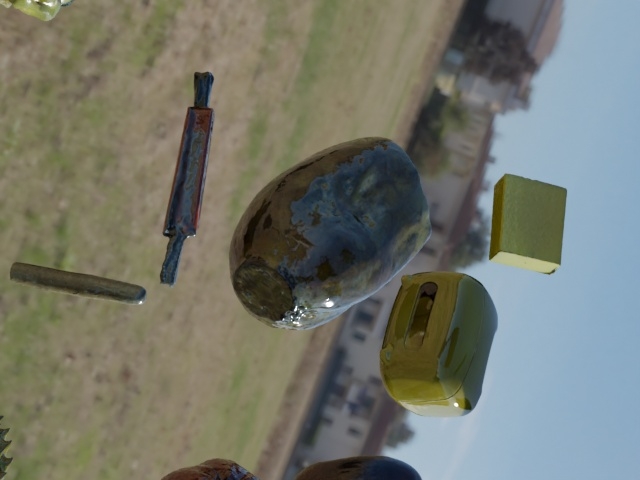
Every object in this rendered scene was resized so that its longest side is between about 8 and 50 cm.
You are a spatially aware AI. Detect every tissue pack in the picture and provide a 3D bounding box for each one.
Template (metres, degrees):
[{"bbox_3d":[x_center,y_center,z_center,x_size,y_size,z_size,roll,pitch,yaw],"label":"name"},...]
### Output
[{"bbox_3d":[0.147,0.125,1.638,0.127,0.123,0.178,49,49,-43],"label":"tissue pack"}]

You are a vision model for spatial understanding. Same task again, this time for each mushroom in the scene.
[{"bbox_3d":[0.058,0.436,2.125,0.194,0.231,0.138,76,7,-69],"label":"mushroom"}]

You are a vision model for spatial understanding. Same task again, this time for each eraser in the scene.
[{"bbox_3d":[0.289,-0.022,1.807,0.045,0.097,0.122,126,-24,-62],"label":"eraser"}]

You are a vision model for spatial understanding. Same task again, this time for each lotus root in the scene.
[{"bbox_3d":[0.000,0.000,1.987,0.346,0.250,0.250,-39,156,-47],"label":"lotus root"}]

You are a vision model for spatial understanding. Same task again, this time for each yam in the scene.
[{"bbox_3d":[-0.200,0.036,1.072,0.021,0.116,0.021,11,90,-85],"label":"yam"}]

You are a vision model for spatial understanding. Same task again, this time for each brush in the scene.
[{"bbox_3d":[-0.191,-0.089,1.905,0.070,0.051,0.323,149,-49,-80],"label":"brush"}]

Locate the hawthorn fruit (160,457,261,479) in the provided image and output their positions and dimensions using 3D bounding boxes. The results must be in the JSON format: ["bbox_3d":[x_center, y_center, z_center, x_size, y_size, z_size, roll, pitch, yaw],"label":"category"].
[{"bbox_3d":[-0.162,0.423,1.761,0.253,0.205,0.205,-64,179,30],"label":"hawthorn fruit"}]

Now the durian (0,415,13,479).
[{"bbox_3d":[-0.484,0.273,1.612,0.166,0.172,0.306,-50,-152,27],"label":"durian"}]

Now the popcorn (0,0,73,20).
[{"bbox_3d":[-0.366,-0.458,1.669,0.279,0.274,0.335,-44,156,-47],"label":"popcorn"}]
